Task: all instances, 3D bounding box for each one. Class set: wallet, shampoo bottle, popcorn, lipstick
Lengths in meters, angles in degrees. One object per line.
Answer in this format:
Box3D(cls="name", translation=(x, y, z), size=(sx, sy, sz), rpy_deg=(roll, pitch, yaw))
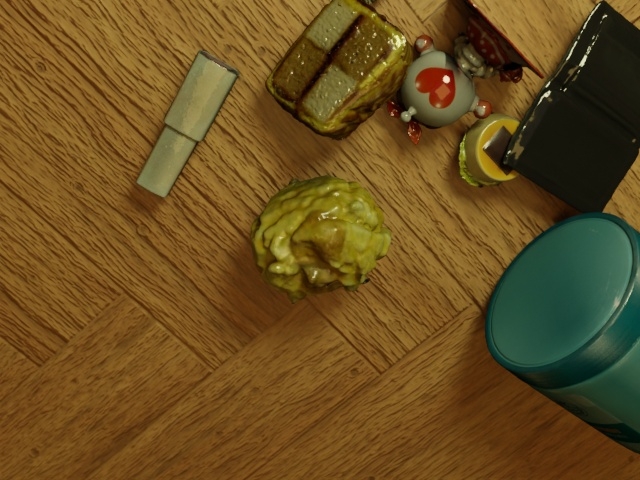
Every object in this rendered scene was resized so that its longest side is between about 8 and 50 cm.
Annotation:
Box3D(cls="wallet", translation=(0.489, -0.227, 1.078), size=(0.247, 0.041, 0.323), rpy_deg=(26, 94, -20))
Box3D(cls="shampoo bottle", translation=(0.543, 0.175, 1.109), size=(0.342, 0.331, 0.331), rpy_deg=(34, 105, -16))
Box3D(cls="popcorn", translation=(0.001, 0.004, 1.070), size=(0.249, 0.249, 0.225), rpy_deg=(-17, 124, 3))
Box3D(cls="lipstick", translation=(-0.233, -0.198, 1.052), size=(0.077, 0.079, 0.253), rpy_deg=(28, 107, -14))

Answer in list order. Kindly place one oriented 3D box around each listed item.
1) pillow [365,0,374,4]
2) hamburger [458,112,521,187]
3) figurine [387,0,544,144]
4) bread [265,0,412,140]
Box3D(cls="pillow", translation=(0.053, -0.485, 0.977), size=(0.208, 0.053, 0.119), rpy_deg=(37, 108, -15))
Box3D(cls="hamburger", translation=(0.313, -0.161, 1.102), size=(0.126, 0.081, 0.141), rpy_deg=(24, 94, -16))
Box3D(cls="figurine", translation=(0.218, -0.268, 1.031), size=(0.183, 0.160, 0.226), rpy_deg=(39, 112, -15))
Box3D(cls="bread", translation=(0.032, -0.280, 1.001), size=(0.181, 0.096, 0.222), rpy_deg=(47, 104, 12))
